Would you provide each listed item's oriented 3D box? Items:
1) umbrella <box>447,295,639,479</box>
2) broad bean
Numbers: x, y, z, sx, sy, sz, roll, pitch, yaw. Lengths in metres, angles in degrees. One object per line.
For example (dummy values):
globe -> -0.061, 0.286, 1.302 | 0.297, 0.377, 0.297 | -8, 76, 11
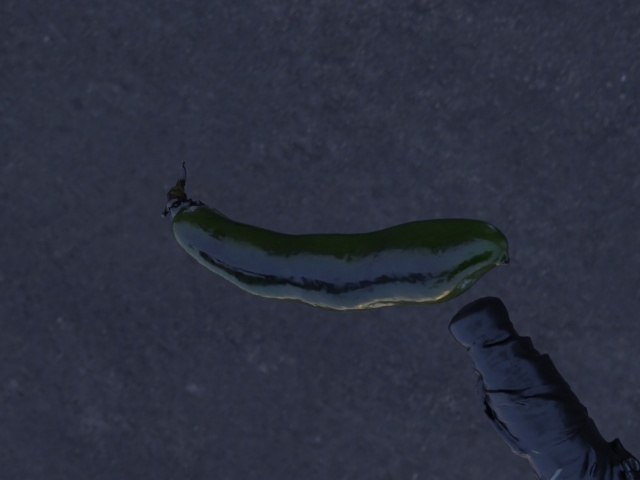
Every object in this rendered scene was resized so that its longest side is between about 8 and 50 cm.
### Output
umbrella -> 0.250, 0.205, 1.242 | 0.113, 0.106, 0.357 | -34, 90, 32
broad bean -> -0.001, 0.005, 0.694 | 0.227, 0.039, 0.069 | 12, 104, 31
